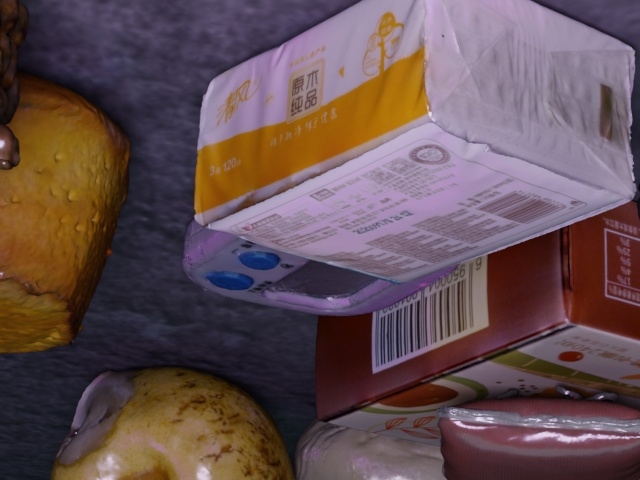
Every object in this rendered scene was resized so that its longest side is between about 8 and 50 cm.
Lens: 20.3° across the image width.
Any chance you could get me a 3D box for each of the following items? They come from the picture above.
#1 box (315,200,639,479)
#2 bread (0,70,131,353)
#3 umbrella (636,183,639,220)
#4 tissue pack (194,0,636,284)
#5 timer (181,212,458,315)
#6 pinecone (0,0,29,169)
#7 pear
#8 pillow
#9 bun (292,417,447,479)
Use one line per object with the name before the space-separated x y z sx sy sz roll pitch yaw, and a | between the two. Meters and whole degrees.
box | 0.248 0.099 1.563 0.385 0.122 0.344 15 155 -30
bread | -0.280 -0.020 1.248 0.312 0.172 0.312 1 161 0
umbrella | 0.399 -0.027 1.240 0.336 0.128 0.154 -5 143 35
tissue pack | 0.059 -0.068 1.150 0.185 0.124 0.225 19 153 -35
timer | 0.000 0.000 1.412 0.190 0.069 0.208 13 156 -25
pinecone | -0.284 -0.085 0.999 0.257 0.244 0.243 4 163 37
pear | -0.149 0.257 1.851 0.271 0.271 0.271 2 159 1
pillow | 0.185 0.161 1.454 0.179 0.075 0.171 1 159 6
bun | 0.110 0.243 1.930 0.287 0.146 0.287 11 171 2
